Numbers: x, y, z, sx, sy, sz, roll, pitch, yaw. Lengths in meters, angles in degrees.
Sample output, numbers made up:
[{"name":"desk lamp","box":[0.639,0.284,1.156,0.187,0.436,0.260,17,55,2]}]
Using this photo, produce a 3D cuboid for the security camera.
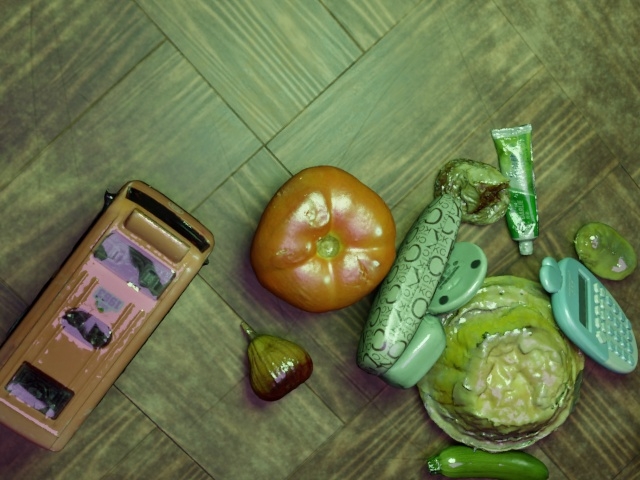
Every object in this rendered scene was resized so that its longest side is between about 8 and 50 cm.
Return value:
[{"name":"security camera","box":[0.202,0.135,1.363,0.080,0.157,0.301,41,88,-29]}]

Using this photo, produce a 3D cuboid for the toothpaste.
[{"name":"toothpaste","box":[0.380,-0.095,1.417,0.078,0.047,0.247,-7,97,8]}]

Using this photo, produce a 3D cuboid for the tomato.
[{"name":"tomato","box":[0.004,0.002,1.293,0.260,0.180,0.259,-1,100,-9]}]

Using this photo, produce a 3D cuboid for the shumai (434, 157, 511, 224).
[{"name":"shumai","box":[0.281,-0.091,1.379,0.139,0.105,0.123,31,99,16]}]

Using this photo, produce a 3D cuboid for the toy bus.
[{"name":"toy bus","box":[-0.366,0.114,1.216,0.203,0.233,0.426,37,90,-12]}]

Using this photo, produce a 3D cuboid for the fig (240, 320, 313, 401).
[{"name":"fig","box":[-0.092,0.227,1.360,0.119,0.153,0.119,-29,134,-35]}]

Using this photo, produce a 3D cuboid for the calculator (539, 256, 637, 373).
[{"name":"calculator","box":[0.510,0.137,1.410,0.303,0.042,0.188,38,45,-20]}]

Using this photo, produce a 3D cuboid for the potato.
[{"name":"potato","box":[0.552,0.021,1.447,0.138,0.070,0.091,40,83,-14]}]

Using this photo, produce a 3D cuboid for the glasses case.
[{"name":"glasses case","box":[0.157,0.074,1.302,0.085,0.137,0.354,30,67,-4]}]

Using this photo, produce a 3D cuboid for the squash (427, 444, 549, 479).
[{"name":"squash","box":[0.331,0.440,1.463,0.258,0.069,0.069,9,95,-11]}]

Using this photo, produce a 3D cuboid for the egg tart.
[{"name":"egg tart","box":[0.354,0.243,1.398,0.352,0.150,0.351,0,95,-4]}]
